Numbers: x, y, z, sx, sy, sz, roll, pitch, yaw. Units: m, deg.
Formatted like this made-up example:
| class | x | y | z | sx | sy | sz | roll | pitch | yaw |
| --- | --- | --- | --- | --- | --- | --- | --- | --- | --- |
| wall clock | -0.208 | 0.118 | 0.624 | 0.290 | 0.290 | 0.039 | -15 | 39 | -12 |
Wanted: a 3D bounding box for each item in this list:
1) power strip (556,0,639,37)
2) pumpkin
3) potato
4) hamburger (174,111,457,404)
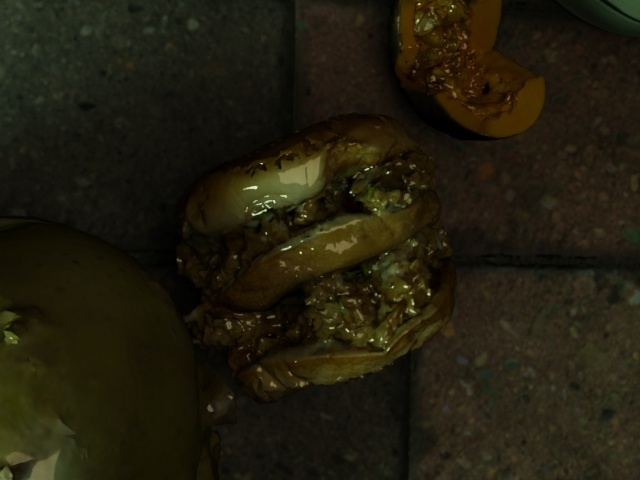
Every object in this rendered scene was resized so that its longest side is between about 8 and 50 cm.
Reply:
| class | x | y | z | sx | sy | sz | roll | pitch | yaw |
| --- | --- | --- | --- | --- | --- | --- | --- | --- | --- |
| power strip | 0.357 | -0.375 | 1.692 | 0.358 | 0.161 | 0.357 | 0 | 91 | -20 |
| pumpkin | 0.124 | -0.174 | 1.641 | 0.119 | 0.108 | 0.183 | -18 | 90 | -26 |
| potato | -0.234 | 0.221 | 1.378 | 0.385 | 0.319 | 0.442 | -2 | 105 | -25 |
| hamburger | 0.009 | 0.005 | 1.526 | 0.245 | 0.260 | 0.211 | -28 | 96 | -33 |
